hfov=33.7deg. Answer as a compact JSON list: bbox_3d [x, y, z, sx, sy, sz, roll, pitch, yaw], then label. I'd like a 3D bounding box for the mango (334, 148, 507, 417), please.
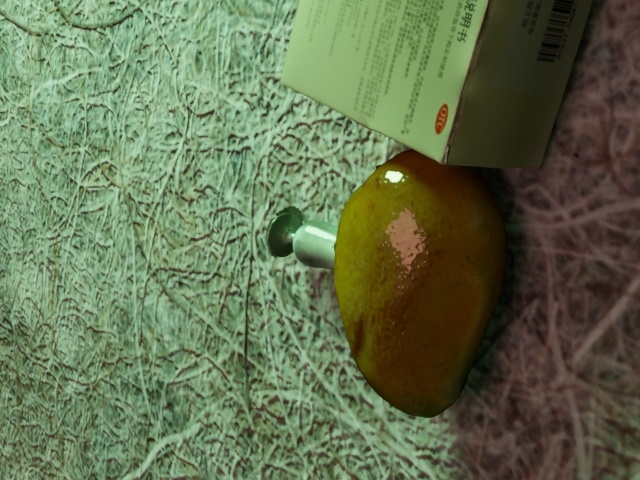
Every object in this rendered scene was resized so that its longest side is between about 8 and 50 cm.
[{"bbox_3d":[0.060,0.023,0.673,0.115,0.089,0.164,27,114,36],"label":"mango"}]

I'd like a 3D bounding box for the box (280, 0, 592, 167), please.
[{"bbox_3d":[0.079,-0.168,0.637,0.168,0.095,0.211,35,117,46],"label":"box"}]

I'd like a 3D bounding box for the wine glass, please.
[{"bbox_3d":[0.000,0.000,0.781,0.083,0.042,0.039,13,139,46],"label":"wine glass"}]
